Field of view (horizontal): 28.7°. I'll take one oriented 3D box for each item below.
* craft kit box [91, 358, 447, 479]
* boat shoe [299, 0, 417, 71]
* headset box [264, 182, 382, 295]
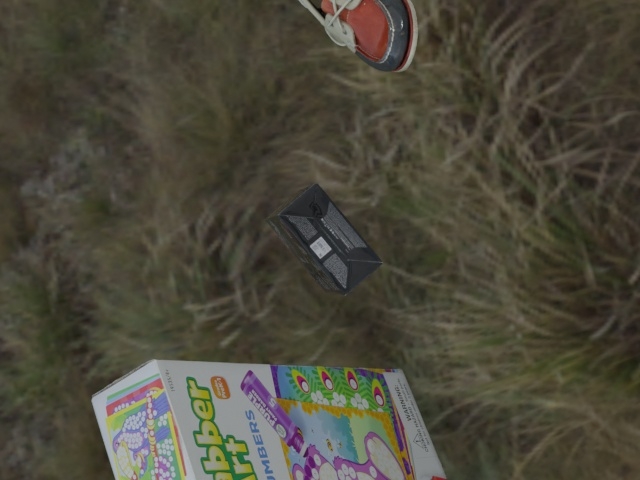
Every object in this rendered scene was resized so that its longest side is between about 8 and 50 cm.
[{"bbox_3d":[0.009,0.188,0.686,0.061,0.247,0.249,-34,67,29],"label":"craft kit box"},{"bbox_3d":[0.018,-0.144,0.771,0.137,0.043,0.049,57,133,49],"label":"boat shoe"},{"bbox_3d":[0.000,0.000,0.756,0.062,0.032,0.083,50,174,-4],"label":"headset box"}]
